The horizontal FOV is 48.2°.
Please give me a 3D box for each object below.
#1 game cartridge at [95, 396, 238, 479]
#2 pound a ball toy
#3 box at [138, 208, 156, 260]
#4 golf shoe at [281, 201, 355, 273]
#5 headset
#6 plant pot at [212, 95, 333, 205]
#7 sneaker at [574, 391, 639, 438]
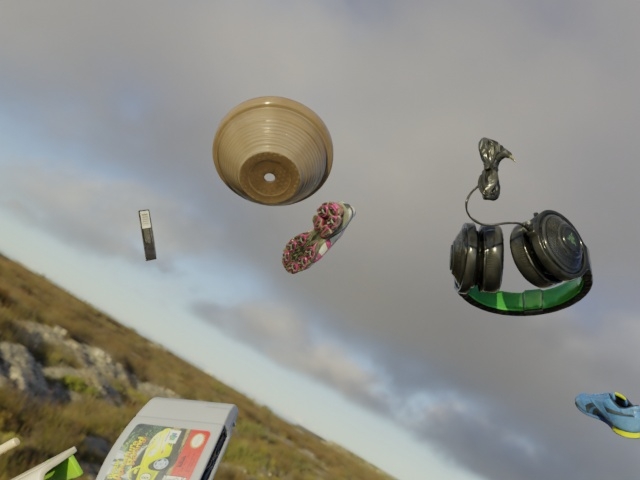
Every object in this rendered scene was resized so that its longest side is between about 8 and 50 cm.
[{"bbox_3d":[-0.283,0.400,1.266,0.196,0.294,0.060,-3,-55,19],"label":"game cartridge"},{"bbox_3d":[-0.579,0.477,1.326,0.208,0.319,0.136,60,28,-1],"label":"pound a ball toy"},{"bbox_3d":[-0.405,-0.014,1.678,0.029,0.116,0.162,-9,4,-14],"label":"box"},{"bbox_3d":[0.000,0.000,1.395,0.086,0.186,0.067,-1,50,-54],"label":"golf shoe"},{"bbox_3d":[0.343,-0.001,1.279,0.243,0.185,0.394,-9,-36,24],"label":"headset"},{"bbox_3d":[-0.094,-0.147,1.375,0.237,0.109,0.237,1,-52,2],"label":"plant pot"},{"bbox_3d":[0.640,0.362,1.585,0.069,0.082,0.209,-2,7,-13],"label":"sneaker"}]
